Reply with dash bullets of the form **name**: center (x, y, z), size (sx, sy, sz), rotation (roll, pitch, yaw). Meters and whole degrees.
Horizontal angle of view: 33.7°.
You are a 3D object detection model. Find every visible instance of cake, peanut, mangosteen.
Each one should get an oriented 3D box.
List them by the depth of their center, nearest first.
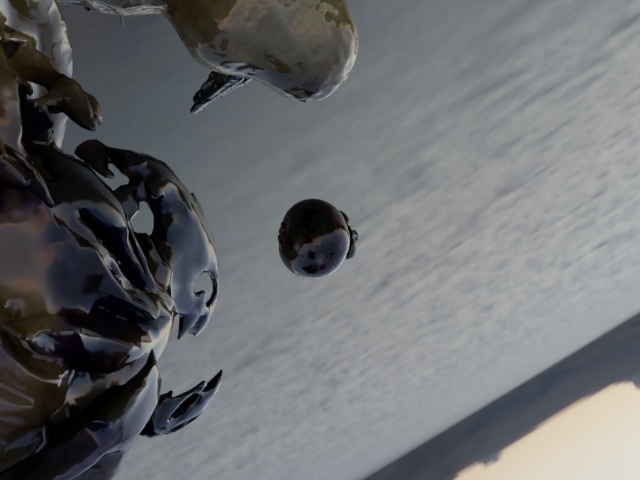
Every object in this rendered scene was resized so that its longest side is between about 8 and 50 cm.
- **cake**: center (-0.197, 0.016, 0.498), size (0.332, 0.321, 0.332), rotation (-58, 169, -17)
- **peanut**: center (-0.077, -0.170, 0.719), size (0.085, 0.228, 0.104), rotation (-45, -154, 52)
- **mangosteen**: center (-0.003, -0.001, 1.040), size (0.081, 0.081, 0.081), rotation (-29, 167, -7)

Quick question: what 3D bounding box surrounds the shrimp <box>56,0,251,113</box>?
- **shrimp**: center (-0.149, -0.164, 0.840), size (0.262, 0.051, 0.198), rotation (-5, 145, -4)
